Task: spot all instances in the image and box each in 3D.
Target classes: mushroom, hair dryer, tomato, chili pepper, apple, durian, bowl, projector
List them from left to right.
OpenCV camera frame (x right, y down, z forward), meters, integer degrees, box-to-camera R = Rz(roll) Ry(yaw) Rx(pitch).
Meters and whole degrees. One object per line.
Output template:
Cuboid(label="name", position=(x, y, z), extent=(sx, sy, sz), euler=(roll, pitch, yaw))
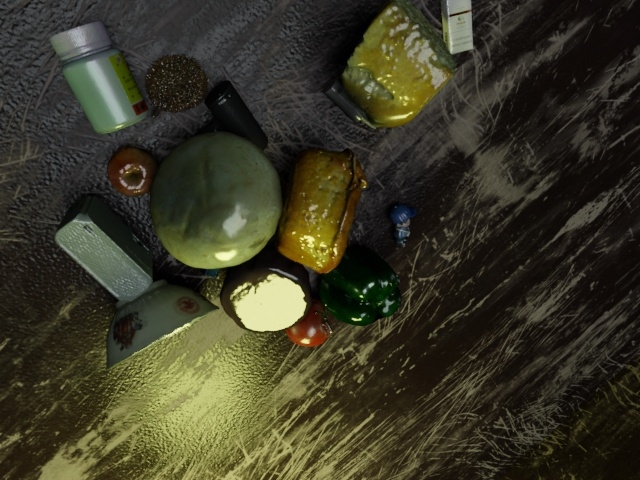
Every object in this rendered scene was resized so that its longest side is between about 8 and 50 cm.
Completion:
Cuboid(label="projector", position=(-0.555, 0.019, 1.187), extent=(0.108, 0.198, 0.250), euler=(-38, 119, -2))
Cuboid(label="apple", position=(-0.489, -0.179, 1.182), extent=(0.126, 0.102, 0.126), euler=(-11, 117, -23))
Cuboid(label="bowl", position=(-0.472, 0.211, 1.284), extent=(0.337, 0.337, 0.157), euler=(-30, 88, -7))
Cuboid(label="durian", position=(-0.366, -0.380, 1.147), extent=(0.188, 0.091, 0.148), euler=(-47, 122, 6))
Cuboid(label="hair dryer", position=(-0.291, -0.281, 1.227), extent=(0.251, 0.089, 0.197), euler=(-29, 133, 9))
Cuboid(label="mushroom", position=(-0.261, -0.095, 1.155), extent=(0.352, 0.352, 0.260), euler=(-55, 164, 8))
Cuboid(label="tomato", position=(-0.043, 0.280, 1.532), extent=(0.167, 0.167, 0.167), euler=(-8, 115, -18))
Cuboid(label="chili pepper", position=(0.128, 0.146, 1.475), extent=(0.248, 0.257, 0.233), euler=(-22, 115, -20))

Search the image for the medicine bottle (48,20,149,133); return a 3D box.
Cuboid(label="medicine bottle", position=(-0.512, -0.376, 1.064), extent=(0.139, 0.139, 0.225), euler=(-25, 119, -9))

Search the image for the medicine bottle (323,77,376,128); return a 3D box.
Cuboid(label="medicine bottle", position=(0.097, -0.392, 1.340), extent=(0.199, 0.057, 0.057), euler=(34, 97, -30))

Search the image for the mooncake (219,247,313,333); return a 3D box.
Cuboid(label="mooncake", position=(-0.161, 0.149, 1.398), extent=(0.283, 0.141, 0.283), euler=(-1, 126, -2))

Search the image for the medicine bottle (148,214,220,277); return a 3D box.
Cuboid(label="medicine bottle", position=(-0.375, -0.003, 1.315), extent=(0.258, 0.079, 0.124), euler=(38, 93, -29))

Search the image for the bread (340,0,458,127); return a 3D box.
Cuboid(label="bread", position=(0.194, -0.471, 1.219), extent=(0.239, 0.395, 0.264), euler=(39, 120, -12))

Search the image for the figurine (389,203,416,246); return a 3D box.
Cuboid(label="figurine", position=(0.277, -0.056, 1.553), extent=(0.087, 0.086, 0.149), euler=(11, 128, 17))

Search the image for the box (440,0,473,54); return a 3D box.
Cuboid(label="box", position=(0.409, -0.644, 1.360), extent=(0.084, 0.040, 0.154), euler=(-18, 117, -10))

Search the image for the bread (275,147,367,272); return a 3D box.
Cuboid(label="bread", position=(-0.010, -0.089, 1.264), extent=(0.204, 0.358, 0.336), euler=(9, 65, -11))
